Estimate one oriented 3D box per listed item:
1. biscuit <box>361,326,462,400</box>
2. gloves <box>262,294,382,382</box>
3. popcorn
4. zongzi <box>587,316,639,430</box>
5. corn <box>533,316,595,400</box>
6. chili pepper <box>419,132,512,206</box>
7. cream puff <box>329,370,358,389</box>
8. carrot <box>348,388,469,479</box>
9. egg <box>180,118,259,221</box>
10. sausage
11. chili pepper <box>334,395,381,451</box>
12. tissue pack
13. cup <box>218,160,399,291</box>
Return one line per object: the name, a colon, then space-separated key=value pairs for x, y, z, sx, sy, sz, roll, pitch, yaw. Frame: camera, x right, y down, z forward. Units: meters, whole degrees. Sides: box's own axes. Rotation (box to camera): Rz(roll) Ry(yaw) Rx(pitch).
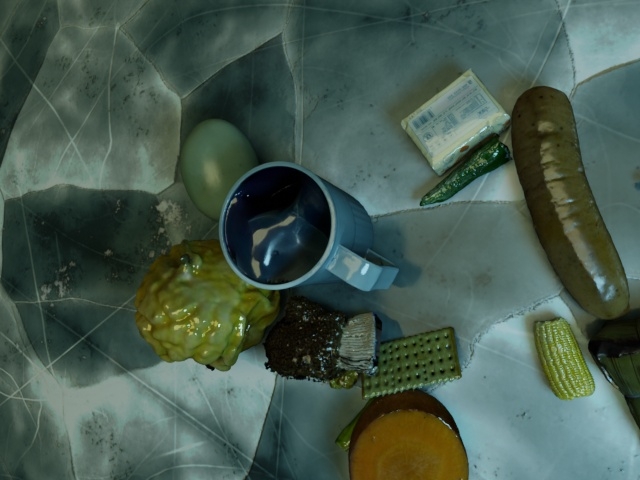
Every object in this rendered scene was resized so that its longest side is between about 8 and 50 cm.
biscuit: x=0.199 y=0.280 z=1.067 sx=0.232 sy=0.016 sz=0.139 roll=-18 pitch=41 yaw=20
gloves: x=-0.004 y=0.236 z=1.114 sx=0.313 sy=0.135 sz=0.210 roll=-11 pitch=51 yaw=16
popcorn: x=-0.287 y=0.175 z=1.170 sx=0.349 sy=0.349 sz=0.381 roll=44 pitch=137 yaw=19
zongzi: x=0.677 y=0.271 z=0.824 sx=0.286 sy=0.139 sz=0.299 roll=-23 pitch=81 yaw=45
corn: x=0.497 y=0.240 z=0.962 sx=0.085 sy=0.063 sz=0.165 roll=-20 pitch=76 yaw=29
chili pepper: x=0.318 y=-0.146 z=1.058 sx=0.227 sy=0.088 sz=0.059 roll=-36 pitch=59 yaw=19
cream puff: x=0.057 y=0.331 z=1.144 sx=0.083 sy=0.083 sz=0.058 roll=-37 pitch=118 yaw=5
carrot: x=0.185 y=0.489 z=1.032 sx=0.259 sy=0.100 sz=0.307 roll=24 pitch=99 yaw=13
egg: x=-0.263 y=-0.182 z=1.233 sx=0.203 sy=0.203 sz=0.282 roll=-14 pitch=83 yaw=21
sausage: x=0.496 y=-0.079 z=0.959 sx=0.136 sy=0.123 sz=0.500 roll=-12 pitch=80 yaw=-3
chili pepper: x=0.106 y=0.418 z=1.115 sx=0.050 sy=0.052 sz=0.201 roll=33 pitch=98 yaw=-8
tissue pack: x=0.306 y=-0.265 z=1.066 sx=0.196 sy=0.092 sz=0.148 roll=-36 pitch=73 yaw=18
cup: x=-0.002 y=-0.021 z=1.055 sx=0.332 sy=0.311 sz=0.256 roll=0 pitch=86 yaw=22
